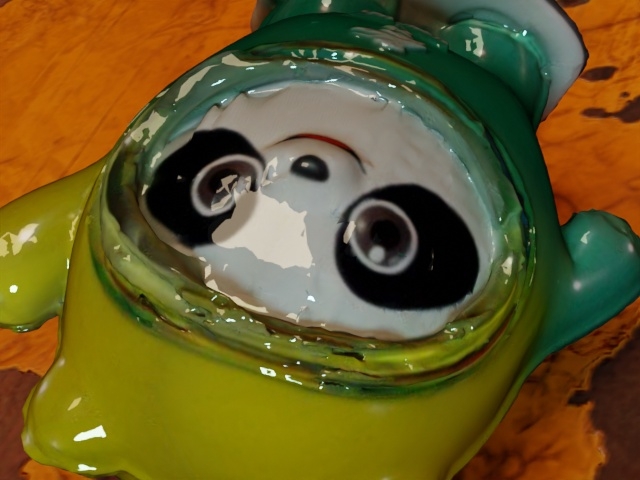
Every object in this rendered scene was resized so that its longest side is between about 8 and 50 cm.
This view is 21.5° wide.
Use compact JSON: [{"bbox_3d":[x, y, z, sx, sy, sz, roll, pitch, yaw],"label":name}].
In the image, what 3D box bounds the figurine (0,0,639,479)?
[{"bbox_3d":[0.000,0.000,0.843,0.324,0.231,0.340,19,53,7],"label":"figurine"}]
